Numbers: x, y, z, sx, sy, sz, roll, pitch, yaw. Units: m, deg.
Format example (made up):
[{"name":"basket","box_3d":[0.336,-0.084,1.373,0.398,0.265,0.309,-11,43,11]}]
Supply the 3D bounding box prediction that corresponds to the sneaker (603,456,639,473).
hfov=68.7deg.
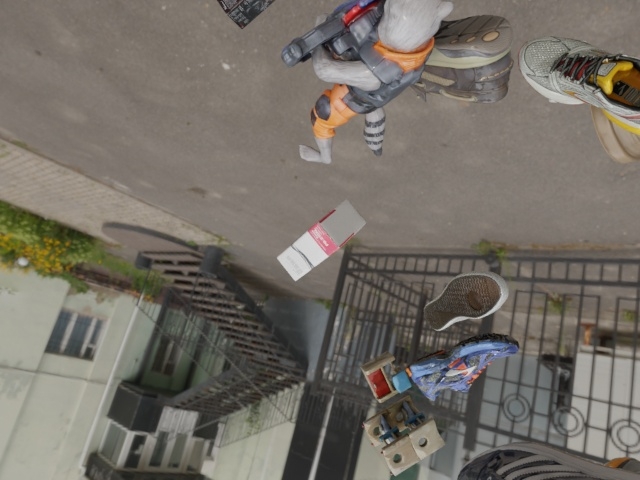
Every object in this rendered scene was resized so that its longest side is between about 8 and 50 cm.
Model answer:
[{"name":"sneaker","box_3d":[0.344,0.341,0.531,0.083,0.214,0.084,7,123,45]}]

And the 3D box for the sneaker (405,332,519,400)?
[{"name":"sneaker","box_3d":[0.277,0.240,0.895,0.221,0.087,0.083,-31,168,29]}]

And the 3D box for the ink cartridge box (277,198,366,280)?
[{"name":"ink cartridge box","box_3d":[0.000,0.000,1.421,0.100,0.172,0.237,50,134,-1]}]

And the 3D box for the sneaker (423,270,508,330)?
[{"name":"sneaker","box_3d":[0.359,0.128,1.107,0.123,0.106,0.290,-19,166,-24]}]

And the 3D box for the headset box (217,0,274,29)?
[{"name":"headset box","box_3d":[-0.113,-0.385,0.743,0.032,0.083,0.062,55,-166,5]}]

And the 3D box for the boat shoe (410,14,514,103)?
[{"name":"boat shoe","box_3d":[0.184,-0.307,0.818,0.355,0.132,0.130,47,165,55]}]

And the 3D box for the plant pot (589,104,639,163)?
[{"name":"plant pot","box_3d":[0.705,-0.296,1.034,0.237,0.238,0.109,24,161,-30]}]

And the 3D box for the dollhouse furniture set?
[{"name":"dollhouse furniture set","box_3d":[0.149,0.365,1.004,0.184,0.128,0.129,65,170,-10]}]

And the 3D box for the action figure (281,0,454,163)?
[{"name":"action figure","box_3d":[0.106,-0.270,0.702,0.179,0.341,0.330,50,165,1]}]

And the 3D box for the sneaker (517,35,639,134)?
[{"name":"sneaker","box_3d":[0.374,-0.225,0.629,0.225,0.088,0.092,36,-167,29]}]

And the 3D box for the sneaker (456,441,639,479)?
[{"name":"sneaker","box_3d":[0.163,0.233,0.372,0.153,0.099,0.282,-3,165,-24]}]

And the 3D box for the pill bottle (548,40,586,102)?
[{"name":"pill bottle","box_3d":[0.668,-0.451,1.257,0.085,0.152,0.086,-1,-161,0]}]
